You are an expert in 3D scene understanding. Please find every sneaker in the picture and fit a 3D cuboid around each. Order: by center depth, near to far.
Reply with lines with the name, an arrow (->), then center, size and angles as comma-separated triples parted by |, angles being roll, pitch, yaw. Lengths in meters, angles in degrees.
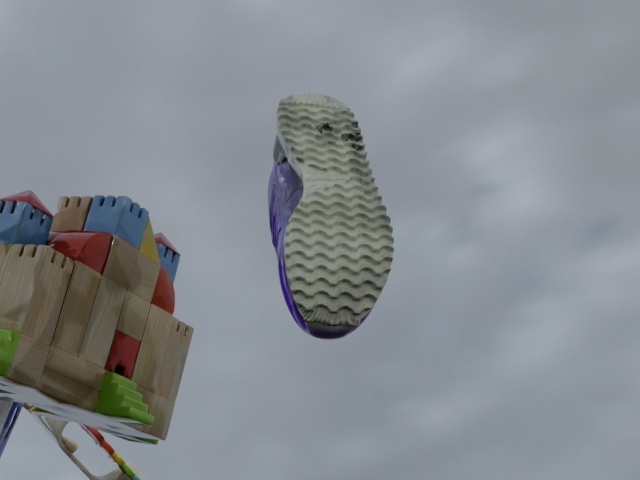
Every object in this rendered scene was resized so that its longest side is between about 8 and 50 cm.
sneaker -> 0.001, 0.000, 1.073 | 0.102, 0.293, 0.146 | 5, -44, -10

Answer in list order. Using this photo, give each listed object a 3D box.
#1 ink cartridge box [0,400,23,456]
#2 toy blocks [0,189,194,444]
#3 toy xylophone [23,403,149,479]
ink cartridge box -> -0.613, 0.317, 1.878 | 0.065, 0.311, 0.185 | 22, -89, 13
toy blocks -> -0.265, 0.067, 1.264 | 0.191, 0.260, 0.381 | 2, -21, 29
toy xylophone -> -0.452, 0.380, 2.082 | 0.081, 0.236, 0.322 | -43, -40, -17
